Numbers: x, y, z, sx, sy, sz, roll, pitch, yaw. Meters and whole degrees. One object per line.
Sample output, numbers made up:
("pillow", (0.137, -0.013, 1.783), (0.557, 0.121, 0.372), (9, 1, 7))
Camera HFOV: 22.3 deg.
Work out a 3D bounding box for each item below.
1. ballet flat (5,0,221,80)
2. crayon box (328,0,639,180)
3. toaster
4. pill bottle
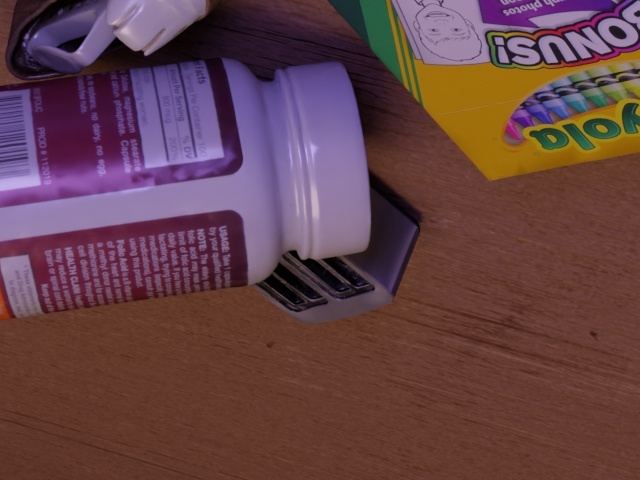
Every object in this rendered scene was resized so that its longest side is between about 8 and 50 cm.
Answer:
("ballet flat", (-0.189, -0.220, 1.521), (0.342, 0.124, 0.116), (-13, 134, 42))
("crayon box", (0.213, -0.203, 1.326), (0.363, 0.106, 0.313), (-10, 138, 40))
("toaster", (0.000, 0.000, 1.769), (0.186, 0.110, 0.168), (39, 145, -28))
("pill bottle", (-0.160, -0.055, 1.550), (0.392, 0.224, 0.224), (-8, 148, -6))
